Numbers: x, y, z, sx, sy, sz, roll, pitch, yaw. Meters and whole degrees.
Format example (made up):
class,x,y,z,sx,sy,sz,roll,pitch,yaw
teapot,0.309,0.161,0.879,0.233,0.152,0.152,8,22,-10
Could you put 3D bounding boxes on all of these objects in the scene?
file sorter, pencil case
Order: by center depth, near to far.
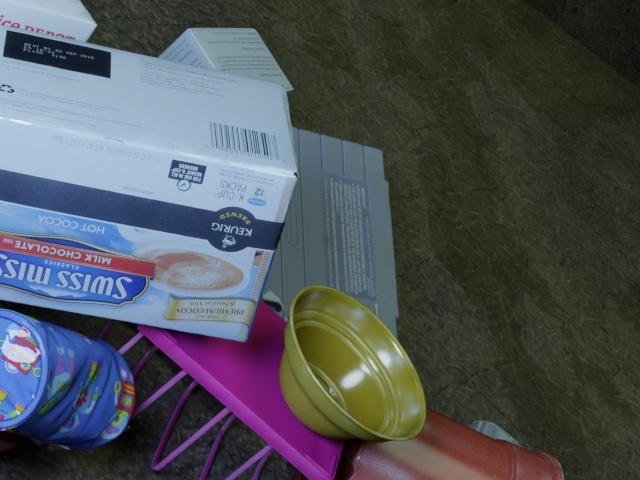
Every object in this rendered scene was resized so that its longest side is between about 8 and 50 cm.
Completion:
class,x,y,z,sx,sy,sz,roll,pitch,yaw
pencil case,-0.288,0.150,1.683,0.119,0.133,0.306,19,-6,14
file sorter,-0.132,0.187,1.969,0.291,0.182,0.202,42,28,-13

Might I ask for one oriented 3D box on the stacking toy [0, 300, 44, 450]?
class,x,y,z,sx,sy,sz,roll,pitch,yaw
stacking toy,-0.435,0.120,1.769,0.309,0.130,0.279,64,6,21

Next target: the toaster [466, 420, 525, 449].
class,x,y,z,sx,sy,sz,roll,pitch,yaw
toaster,0.251,0.365,2.336,0.227,0.129,0.146,42,27,-8

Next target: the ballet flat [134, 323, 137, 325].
class,x,y,z,sx,sy,sz,roll,pitch,yaw
ballet flat,-0.191,0.072,2.121,0.348,0.123,0.123,44,29,-7

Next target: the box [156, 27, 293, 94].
class,x,y,z,sx,sy,sz,roll,pitch,yaw
box,-0.172,-0.213,2.401,0.119,0.181,0.182,58,29,12

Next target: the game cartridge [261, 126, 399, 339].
class,x,y,z,sx,sy,sz,roll,pitch,yaw
game cartridge,0.000,0.000,2.391,0.230,0.068,0.355,16,54,-27

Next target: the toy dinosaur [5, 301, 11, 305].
class,x,y,z,sx,sy,sz,roll,pitch,yaw
toy dinosaur,-0.373,0.031,1.898,0.090,0.047,0.082,48,-9,-21

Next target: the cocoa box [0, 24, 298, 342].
class,x,y,z,sx,sy,sz,roll,pitch,yaw
cocoa box,-0.223,-0.063,1.809,0.347,0.228,0.231,11,29,-13

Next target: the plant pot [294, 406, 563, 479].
class,x,y,z,sx,sy,sz,roll,pitch,yaw
plant pot,0.123,0.329,2.092,0.265,0.272,0.272,31,32,-13

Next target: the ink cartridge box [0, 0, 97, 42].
class,x,y,z,sx,sy,sz,roll,pitch,yaw
ink cartridge box,-0.429,-0.200,1.914,0.207,0.283,0.117,9,36,-49

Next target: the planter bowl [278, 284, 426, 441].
class,x,y,z,sx,sy,sz,roll,pitch,yaw
planter bowl,0.017,0.165,1.916,0.217,0.090,0.217,36,31,-25
